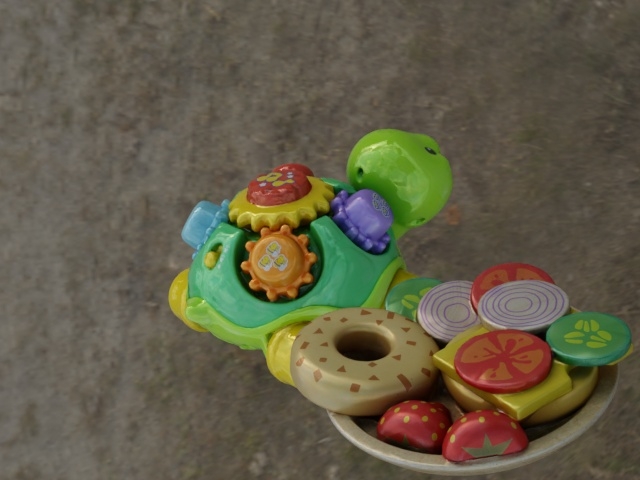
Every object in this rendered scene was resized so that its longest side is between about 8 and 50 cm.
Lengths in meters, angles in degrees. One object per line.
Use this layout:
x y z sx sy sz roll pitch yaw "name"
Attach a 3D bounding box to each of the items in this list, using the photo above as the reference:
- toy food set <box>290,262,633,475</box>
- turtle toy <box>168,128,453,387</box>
0.040 0.032 0.342 0.083 0.083 0.020 29 138 50 "toy food set"
0.000 0.000 0.498 0.095 0.130 0.066 23 130 48 "turtle toy"
